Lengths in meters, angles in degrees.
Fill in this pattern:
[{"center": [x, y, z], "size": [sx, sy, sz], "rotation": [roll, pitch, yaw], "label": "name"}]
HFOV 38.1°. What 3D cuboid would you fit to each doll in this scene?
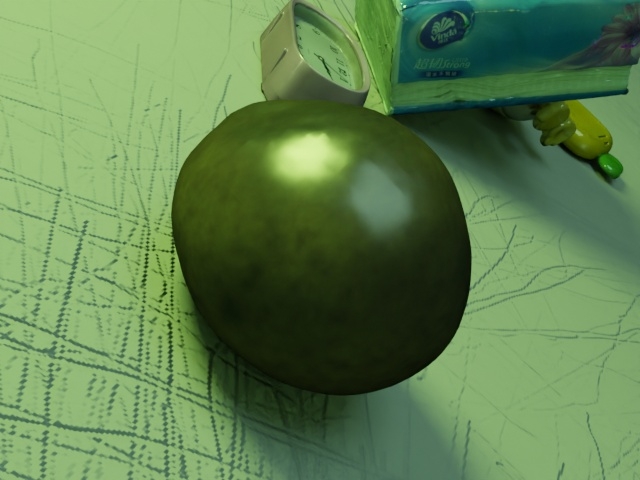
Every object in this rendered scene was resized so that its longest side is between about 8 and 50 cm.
[{"center": [0.211, -0.240, 1.164], "size": [0.296, 0.117, 0.141], "rotation": [46, 11, 30], "label": "doll"}]

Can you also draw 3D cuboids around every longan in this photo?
[{"center": [0.000, 0.000, 0.540], "size": [0.187, 0.168, 0.167], "rotation": [29, 23, 24], "label": "longan"}]

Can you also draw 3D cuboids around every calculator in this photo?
[{"center": [0.339, -0.176, 1.294], "size": [0.235, 0.032, 0.146], "rotation": [49, 30, 17], "label": "calculator"}]

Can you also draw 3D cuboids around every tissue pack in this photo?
[{"center": [0.183, -0.245, 0.977], "size": [0.263, 0.146, 0.198], "rotation": [-5, 44, -8], "label": "tissue pack"}]

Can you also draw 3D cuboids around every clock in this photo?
[{"center": [0.003, -0.156, 0.853], "size": [0.110, 0.050, 0.153], "rotation": [27, 32, -25], "label": "clock"}]
